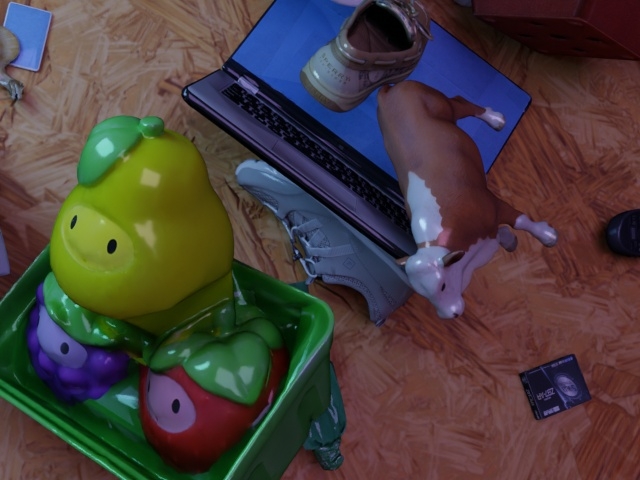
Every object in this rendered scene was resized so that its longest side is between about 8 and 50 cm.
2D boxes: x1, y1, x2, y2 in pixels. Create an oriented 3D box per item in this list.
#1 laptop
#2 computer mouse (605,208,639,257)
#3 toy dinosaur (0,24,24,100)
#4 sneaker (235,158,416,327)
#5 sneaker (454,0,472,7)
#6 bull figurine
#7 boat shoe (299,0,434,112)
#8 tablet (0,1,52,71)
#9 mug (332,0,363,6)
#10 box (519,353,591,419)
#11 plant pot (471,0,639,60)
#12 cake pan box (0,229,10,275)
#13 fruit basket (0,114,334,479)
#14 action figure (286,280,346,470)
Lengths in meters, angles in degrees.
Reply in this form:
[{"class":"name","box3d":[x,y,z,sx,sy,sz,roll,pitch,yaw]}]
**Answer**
[{"class":"laptop","box3d":[0.077,-0.179,1.255,0.382,0.408,0.236,36,104,-6]},{"class":"computer mouse","box3d":[0.510,-0.008,1.448,0.242,0.041,0.071,2,85,-23]},{"class":"toy dinosaur","box3d":[-0.417,-0.248,1.217,0.092,0.053,0.183,-15,86,-29]},{"class":"sneaker","box3d":[0.000,0.000,1.252,0.281,0.105,0.115,36,92,5]},{"class":"sneaker","box3d":[0.235,-0.421,1.440,0.068,0.071,0.170,11,74,-14]},{"class":"bull figurine","box3d":[0.153,-0.054,1.121,0.188,0.101,0.310,12,52,-34]},{"class":"boat shoe","box3d":[0.078,-0.249,1.234,0.104,0.089,0.285,40,41,-1]},{"class":"tablet","box3d":[-0.373,-0.256,1.252,0.054,0.006,0.083,12,75,-14]},{"class":"mug","box3d":[0.069,-0.547,1.272,0.276,0.374,0.328,7,47,-57]},{"class":"box","box3d":[0.317,0.197,1.346,0.083,0.018,0.067,-16,82,-20]},{"class":"plant pot","box3d":[0.350,-0.385,1.345,0.267,0.267,0.236,14,92,-45]},{"class":"cake pan box","box3d":[-0.480,-0.033,1.066,0.266,0.070,0.246,-13,47,-18]},{"class":"fruit basket","box3d":[-0.179,0.073,0.992,0.392,0.392,0.283,38,70,-5]},{"class":"action figure","box3d":[-0.028,0.170,1.214,0.137,0.063,0.232,-13,75,-42]}]
